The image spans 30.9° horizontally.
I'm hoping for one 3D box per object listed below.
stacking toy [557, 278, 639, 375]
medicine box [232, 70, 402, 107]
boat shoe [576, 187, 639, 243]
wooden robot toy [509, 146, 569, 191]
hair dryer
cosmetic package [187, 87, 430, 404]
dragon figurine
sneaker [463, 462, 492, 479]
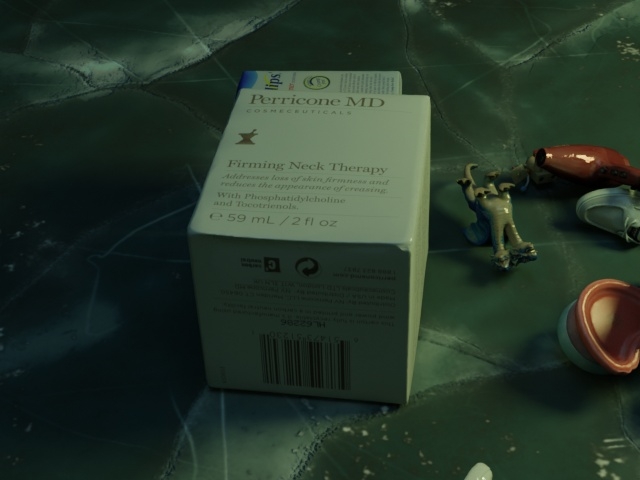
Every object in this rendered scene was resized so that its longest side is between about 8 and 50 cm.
[{"bbox_3d":[0.543,0.156,1.829,0.309,0.130,0.279,-28,72,-23],"label":"stacking toy"},{"bbox_3d":[0.001,-0.156,2.076,0.289,0.263,0.149,0,39,4],"label":"medicine box"},{"bbox_3d":[0.565,-0.034,2.038,0.228,0.079,0.081,9,37,9],"label":"boat shoe"},{"bbox_3d":[0.422,-0.149,2.198,0.173,0.076,0.079,-11,27,-14],"label":"wooden robot toy"},{"bbox_3d":[0.534,-0.133,2.081,0.294,0.080,0.223,8,-2,16],"label":"hair dryer"},{"bbox_3d":[0.000,0.000,1.840,0.330,0.327,0.393,3,39,7],"label":"cosmetic package"},{"bbox_3d":[0.299,-0.043,2.060,0.085,0.144,0.289,-13,21,-10],"label":"dragon figurine"},{"bbox_3d":[0.203,0.400,1.554,0.094,0.080,0.212,23,52,12],"label":"sneaker"}]
